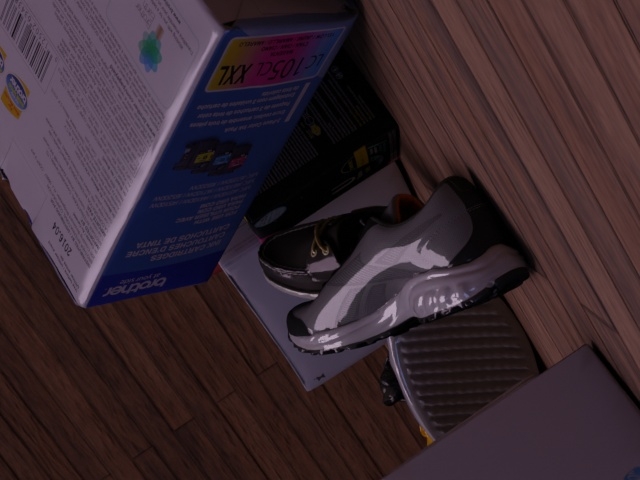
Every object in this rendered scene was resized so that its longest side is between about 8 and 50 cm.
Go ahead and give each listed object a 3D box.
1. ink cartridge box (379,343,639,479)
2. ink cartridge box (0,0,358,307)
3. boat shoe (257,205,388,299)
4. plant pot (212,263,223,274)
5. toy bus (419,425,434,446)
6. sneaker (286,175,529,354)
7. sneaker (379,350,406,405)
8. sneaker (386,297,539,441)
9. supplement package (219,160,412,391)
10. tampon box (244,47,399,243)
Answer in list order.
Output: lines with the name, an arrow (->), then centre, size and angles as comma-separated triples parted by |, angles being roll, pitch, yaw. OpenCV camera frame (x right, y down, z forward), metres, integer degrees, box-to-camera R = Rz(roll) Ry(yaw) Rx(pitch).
ink cartridge box -> 0.206, 0.261, 1.132 | 0.270, 0.197, 0.198 | 55, 177, 27
ink cartridge box -> -0.166, -0.132, 1.279 | 0.270, 0.151, 0.395 | 56, 133, 26
boat shoe -> 0.035, 0.004, 1.346 | 0.228, 0.081, 0.068 | -2, 144, 31
plant pot -> -0.101, -0.097, 1.816 | 0.275, 0.243, 0.275 | 56, 178, 3
toy bus -> 0.229, 0.299, 1.960 | 0.220, 0.149, 0.211 | 50, 157, 47
sneaker -> 0.060, 0.025, 1.233 | 0.271, 0.100, 0.108 | -28, 82, 50
sneaker -> 0.114, 0.146, 2.089 | 0.227, 0.130, 0.087 | 57, 176, 22
sneaker -> 0.156, 0.159, 1.480 | 0.366, 0.135, 0.150 | 59, 173, -22
supplement package -> 0.000, 0.000, 1.590 | 0.145, 0.204, 0.262 | 57, 178, 39
tampon box -> -0.020, -0.087, 1.397 | 0.101, 0.161, 0.120 | 56, 177, 11
